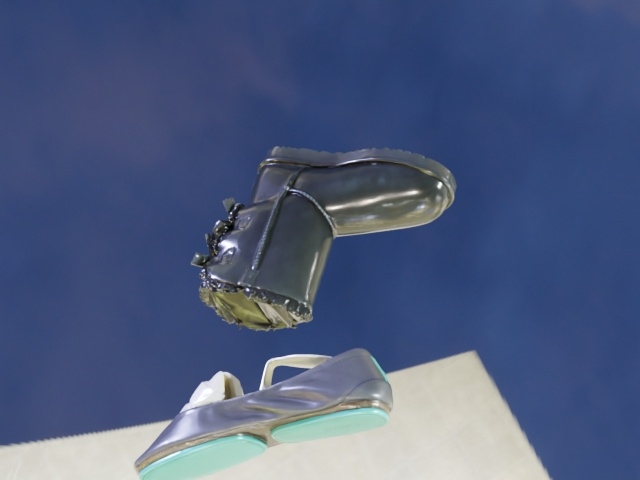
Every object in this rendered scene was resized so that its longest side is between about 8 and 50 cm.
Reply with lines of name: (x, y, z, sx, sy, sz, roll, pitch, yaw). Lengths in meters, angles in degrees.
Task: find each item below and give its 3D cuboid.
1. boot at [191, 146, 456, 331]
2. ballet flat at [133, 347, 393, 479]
boot: (0.000, 0.000, 0.471, 0.121, 0.045, 0.099, 7, -127, 24)
ballet flat: (-0.045, 0.126, 0.685, 0.203, 0.074, 0.074, -18, -107, 12)
